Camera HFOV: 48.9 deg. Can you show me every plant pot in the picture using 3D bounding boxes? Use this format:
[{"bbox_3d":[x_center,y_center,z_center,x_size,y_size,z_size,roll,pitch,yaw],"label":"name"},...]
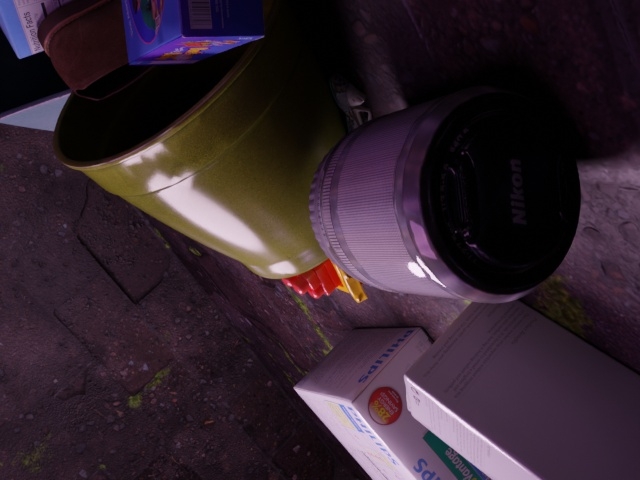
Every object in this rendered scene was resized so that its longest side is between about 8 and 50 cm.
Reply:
[{"bbox_3d":[-0.399,-0.320,1.243,0.248,0.247,0.252,-11,169,26],"label":"plant pot"},{"bbox_3d":[-0.115,-0.132,1.008,0.366,0.366,0.353,24,161,48],"label":"plant pot"}]

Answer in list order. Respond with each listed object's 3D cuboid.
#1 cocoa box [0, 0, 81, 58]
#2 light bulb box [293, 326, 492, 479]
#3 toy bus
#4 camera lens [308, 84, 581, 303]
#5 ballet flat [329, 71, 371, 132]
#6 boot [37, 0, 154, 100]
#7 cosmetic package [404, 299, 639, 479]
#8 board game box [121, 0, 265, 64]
[{"bbox_3d":[-0.371,-0.459,0.887,0.347,0.228,0.231,60,162,9],"label":"cocoa box"},{"bbox_3d":[0.178,0.392,1.560,0.358,0.225,0.361,50,160,-8],"label":"light bulb box"},{"bbox_3d":[0.051,0.023,1.117,0.220,0.211,0.149,25,150,43],"label":"toy bus"},{"bbox_3d":[0.131,-0.046,0.797,0.219,0.219,0.274,52,160,-16],"label":"camera lens"},{"bbox_3d":[0.048,-0.188,0.978,0.041,0.041,0.114,28,154,42],"label":"ballet flat"},{"bbox_3d":[-0.199,-0.286,0.888,0.115,0.305,0.112,58,-178,19],"label":"boot"},{"bbox_3d":[0.333,0.261,1.001,0.385,0.217,0.156,37,158,31],"label":"cosmetic package"},{"bbox_3d":[-0.144,-0.359,0.680,0.233,0.078,0.347,16,112,63],"label":"board game box"}]
